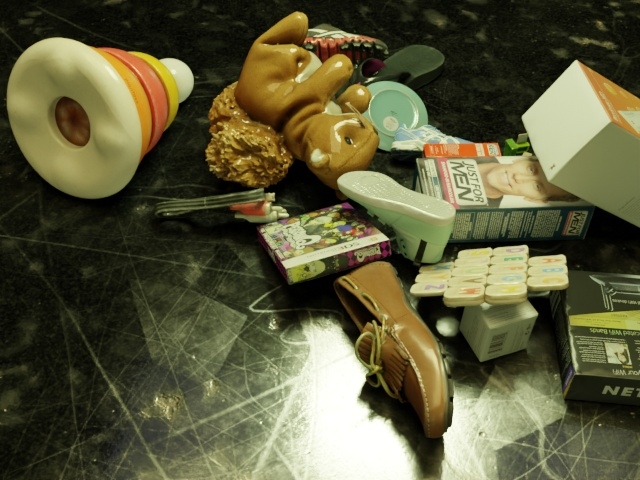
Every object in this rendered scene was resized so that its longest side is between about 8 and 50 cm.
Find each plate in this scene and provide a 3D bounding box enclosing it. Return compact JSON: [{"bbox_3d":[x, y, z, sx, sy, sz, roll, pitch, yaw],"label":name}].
[{"bbox_3d":[0.175,-0.306,1.752,0.188,0.024,0.188,4,73,-12],"label":"plate"}]

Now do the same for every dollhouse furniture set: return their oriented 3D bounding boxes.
[{"bbox_3d":[0.507,-0.218,1.700,0.151,0.059,0.076,-9,46,-8],"label":"dollhouse furniture set"}]

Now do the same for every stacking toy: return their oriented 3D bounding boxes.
[{"bbox_3d":[-0.450,-0.328,1.712,0.350,0.351,0.480,19,29,18],"label":"stacking toy"}]

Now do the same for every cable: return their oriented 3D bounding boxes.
[{"bbox_3d":[-0.213,-0.061,1.517,0.287,0.139,0.072,-7,85,2],"label":"cable"}]

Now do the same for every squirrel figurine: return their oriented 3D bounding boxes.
[{"bbox_3d":[-0.061,-0.242,1.628,0.397,0.281,0.370,-30,64,3],"label":"squirrel figurine"}]

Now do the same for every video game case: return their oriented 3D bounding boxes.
[{"bbox_3d":[0.000,0.000,1.443,0.210,0.042,0.232,-15,25,-13],"label":"video game case"}]

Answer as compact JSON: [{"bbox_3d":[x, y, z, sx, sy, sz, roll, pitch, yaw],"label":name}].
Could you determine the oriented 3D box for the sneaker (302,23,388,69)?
[{"bbox_3d":[0.050,-0.542,2.000,0.276,0.098,0.135,1,47,3],"label":"sneaker"}]

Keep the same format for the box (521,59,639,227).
[{"bbox_3d":[0.617,-0.180,1.480,0.345,0.168,0.215,21,40,-24],"label":"box"}]

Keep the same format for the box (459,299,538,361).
[{"bbox_3d":[0.320,0.147,1.308,0.102,0.101,0.087,-14,46,-16],"label":"box"}]

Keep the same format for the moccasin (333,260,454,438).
[{"bbox_3d":[0.118,0.180,1.250,0.147,0.139,0.380,-13,46,-11],"label":"moccasin"}]

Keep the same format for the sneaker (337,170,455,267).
[{"bbox_3d":[0.140,-0.038,1.456,0.255,0.151,0.094,25,44,24],"label":"sneaker"}]

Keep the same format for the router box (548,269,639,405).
[{"bbox_3d":[0.584,0.175,1.292,0.308,0.081,0.243,5,45,5],"label":"router box"}]

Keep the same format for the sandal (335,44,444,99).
[{"bbox_3d":[0.158,-0.426,1.877,0.167,0.107,0.445,30,53,27],"label":"sandal"}]

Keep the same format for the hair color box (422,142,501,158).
[{"bbox_3d":[0.314,-0.169,1.630,0.167,0.093,0.053,-1,46,0],"label":"hair color box"}]

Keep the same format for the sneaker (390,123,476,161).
[{"bbox_3d":[0.272,-0.229,1.686,0.211,0.080,0.081,6,71,4],"label":"sneaker"}]

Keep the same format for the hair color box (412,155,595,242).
[{"bbox_3d":[0.381,-0.091,1.544,0.347,0.105,0.174,-1,45,-2],"label":"hair color box"}]

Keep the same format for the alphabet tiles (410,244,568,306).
[{"bbox_3d":[0.314,0.061,1.344,0.277,0.021,0.284,-4,15,18],"label":"alphabet tiles"}]
